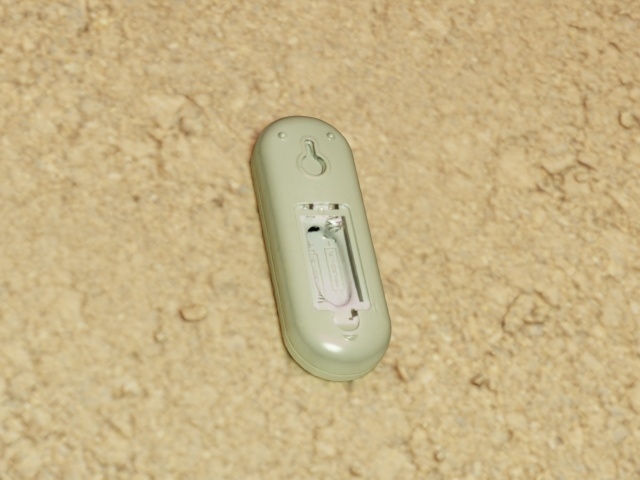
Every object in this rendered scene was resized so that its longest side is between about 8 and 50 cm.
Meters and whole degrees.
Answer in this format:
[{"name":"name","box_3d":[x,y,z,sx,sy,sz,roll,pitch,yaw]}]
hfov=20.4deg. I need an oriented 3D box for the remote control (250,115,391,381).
[{"name":"remote control","box_3d":[0.000,0.000,1.302,0.078,0.042,0.221,-1,58,-17]}]
